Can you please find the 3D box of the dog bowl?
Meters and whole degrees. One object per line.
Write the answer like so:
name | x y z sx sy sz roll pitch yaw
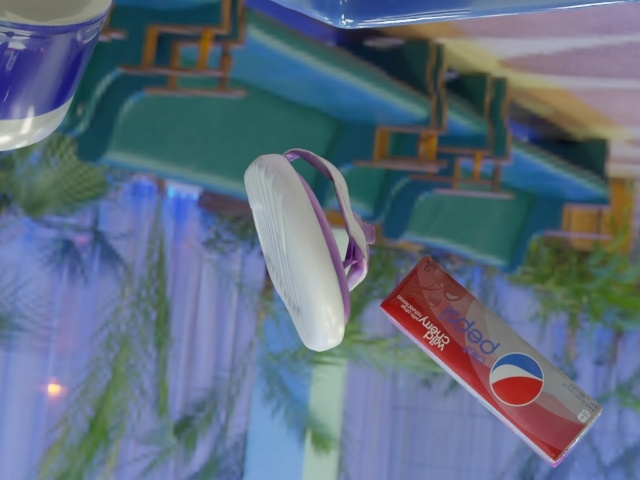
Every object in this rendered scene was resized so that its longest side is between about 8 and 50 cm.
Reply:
dog bowl | -0.284 -0.181 0.940 0.265 0.104 0.265 24 -153 -13

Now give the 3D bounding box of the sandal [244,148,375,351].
sandal | -0.004 -0.015 1.258 0.102 0.169 0.416 -17 -168 -6

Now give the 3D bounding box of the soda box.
soda box | 0.192 0.137 1.519 0.263 0.083 0.092 41 176 17

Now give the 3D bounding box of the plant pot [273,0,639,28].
plant pot | 0.063 -0.250 0.747 0.236 0.212 0.236 -9 -158 -23
